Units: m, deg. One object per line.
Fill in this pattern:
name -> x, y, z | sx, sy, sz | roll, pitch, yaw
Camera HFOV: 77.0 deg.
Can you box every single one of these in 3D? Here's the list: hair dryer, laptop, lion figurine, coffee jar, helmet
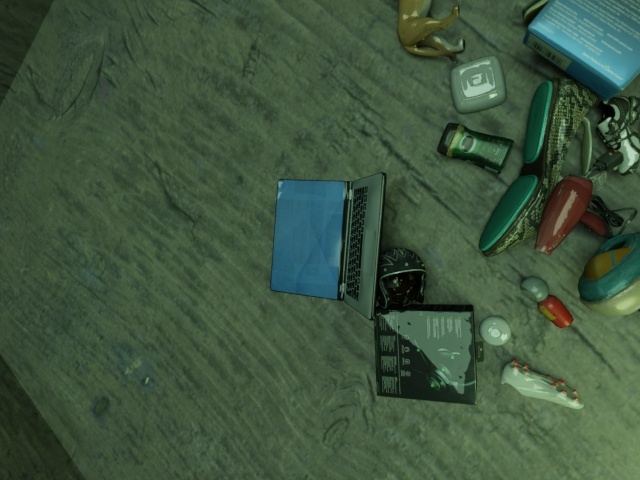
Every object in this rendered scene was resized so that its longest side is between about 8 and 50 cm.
hair dryer -> 0.621, -0.057, 0.935 | 0.294, 0.080, 0.223 | -28, 105, -6
laptop -> 0.000, 0.000, 1.188 | 0.237, 0.408, 0.380 | 3, 92, -13
lion figurine -> 0.270, -0.675, 1.126 | 0.241, 0.142, 0.391 | 0, 95, 28
coffee jar -> 0.420, -0.255, 1.100 | 0.185, 0.079, 0.096 | 25, 104, 18
helmet -> 0.218, 0.099, 1.132 | 0.170, 0.169, 0.161 | -1, 101, 21

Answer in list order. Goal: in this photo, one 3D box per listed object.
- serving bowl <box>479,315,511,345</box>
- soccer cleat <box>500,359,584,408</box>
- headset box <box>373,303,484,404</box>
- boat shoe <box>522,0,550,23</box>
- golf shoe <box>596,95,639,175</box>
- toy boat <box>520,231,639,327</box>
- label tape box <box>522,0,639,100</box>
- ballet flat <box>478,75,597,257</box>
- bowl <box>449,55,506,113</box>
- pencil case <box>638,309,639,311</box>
serving bowl -> 0.481, 0.251, 1.108 | 0.084, 0.027, 0.083 | 0, 89, 21
soccer cleat -> 0.578, 0.389, 1.058 | 0.197, 0.068, 0.076 | 25, 114, 20
headset box -> 0.303, 0.304, 1.122 | 0.284, 0.131, 0.245 | -4, 89, 21
boat shoe -> 0.616, -0.645, 1.027 | 0.224, 0.080, 0.073 | -29, 75, 13
golf shoe -> 0.715, -0.253, 0.979 | 0.094, 0.077, 0.197 | 2, 81, -3
toy boat -> 0.640, 0.094, 0.955 | 0.148, 0.268, 0.318 | 50, 138, 10
label tape box -> 0.675, -0.529, 0.878 | 0.249, 0.115, 0.347 | 43, 106, 12
ballet flat -> 0.572, -0.162, 1.016 | 0.182, 0.164, 0.481 | 18, 95, 0
bowl -> 0.432, -0.433, 1.109 | 0.142, 0.053, 0.141 | -10, 88, 21
pencil case -> 0.857, 0.056, 0.916 | 0.133, 0.119, 0.305 | 19, 98, -19
